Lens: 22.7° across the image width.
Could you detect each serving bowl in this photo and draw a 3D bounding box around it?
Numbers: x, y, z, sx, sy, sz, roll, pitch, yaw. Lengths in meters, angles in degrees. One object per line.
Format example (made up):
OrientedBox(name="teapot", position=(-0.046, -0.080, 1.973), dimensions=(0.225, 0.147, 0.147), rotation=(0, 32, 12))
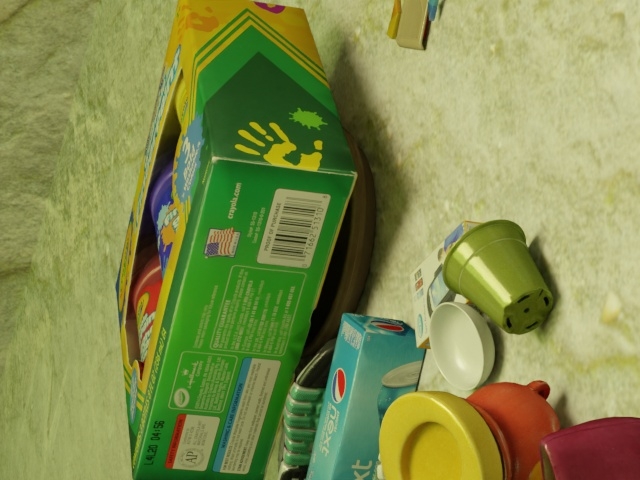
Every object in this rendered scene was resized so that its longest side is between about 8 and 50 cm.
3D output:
OrientedBox(name="serving bowl", position=(0.133, 0.094, 1.456), dimensions=(0.083, 0.027, 0.083), rotation=(30, 127, 51))

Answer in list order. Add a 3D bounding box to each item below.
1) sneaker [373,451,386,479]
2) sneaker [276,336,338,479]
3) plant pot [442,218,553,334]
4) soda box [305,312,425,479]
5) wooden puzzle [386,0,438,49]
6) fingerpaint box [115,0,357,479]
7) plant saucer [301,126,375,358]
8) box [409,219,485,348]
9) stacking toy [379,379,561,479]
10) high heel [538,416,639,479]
OrientedBox(name="sneaker", position=(0.073, 0.270, 1.540), dimensions=(0.076, 0.065, 0.167), rotation=(160, 120, -85))
OrientedBox(name="sneaker", position=(-0.010, 0.182, 1.742), dimensions=(0.098, 0.083, 0.224), rotation=(-106, 31, -57))
OrientedBox(name="plant pot", position=(0.160, 0.038, 1.372), dimensions=(0.079, 0.083, 0.083), rotation=(54, 133, 44))
OrientedBox(name="soda box", position=(0.043, 0.184, 1.610), dimensions=(0.067, 0.071, 0.210), rotation=(-143, 64, -66))
OrientedBox(name="wooden puzzle", position=(0.102, -0.241, 1.707), dimensions=(0.116, 0.014, 0.079), rotation=(-137, 54, -65))
OrientedBox(name="fingerpaint box", position=(-0.118, -0.002, 1.836), dimensions=(0.371, 0.163, 0.445), rotation=(-104, 26, -53))
OrientedBox(name="plant saucer", position=(0.000, 0.000, 1.839), dimensions=(0.278, 0.041, 0.278), rotation=(-172, 90, -69))
OrientedBox(name="box", position=(0.121, 0.047, 1.524), dimensions=(0.136, 0.028, 0.081), rotation=(132, 140, -52))
OrientedBox(name="stacking toy", position=(0.151, 0.286, 1.317), dimensions=(0.279, 0.130, 0.309), rotation=(49, 136, 30))
OrientedBox(name="high heel", position=(0.179, 0.294, 1.060), dimensions=(0.127, 0.181, 0.377), rotation=(-147, 68, -67))
